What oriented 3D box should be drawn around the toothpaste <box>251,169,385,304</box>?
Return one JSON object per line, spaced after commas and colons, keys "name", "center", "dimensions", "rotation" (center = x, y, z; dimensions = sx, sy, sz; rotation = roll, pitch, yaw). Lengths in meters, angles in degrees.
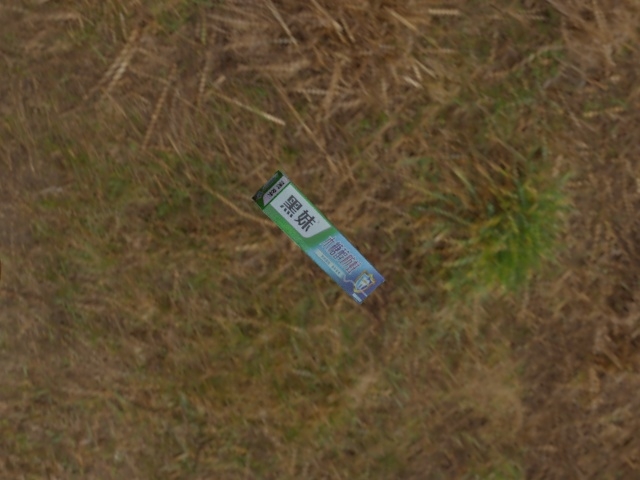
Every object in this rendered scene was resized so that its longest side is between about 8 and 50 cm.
{"name": "toothpaste", "center": [0.000, 0.000, 0.545], "dimensions": [0.020, 0.017, 0.083], "rotation": [-44, 127, 1]}
